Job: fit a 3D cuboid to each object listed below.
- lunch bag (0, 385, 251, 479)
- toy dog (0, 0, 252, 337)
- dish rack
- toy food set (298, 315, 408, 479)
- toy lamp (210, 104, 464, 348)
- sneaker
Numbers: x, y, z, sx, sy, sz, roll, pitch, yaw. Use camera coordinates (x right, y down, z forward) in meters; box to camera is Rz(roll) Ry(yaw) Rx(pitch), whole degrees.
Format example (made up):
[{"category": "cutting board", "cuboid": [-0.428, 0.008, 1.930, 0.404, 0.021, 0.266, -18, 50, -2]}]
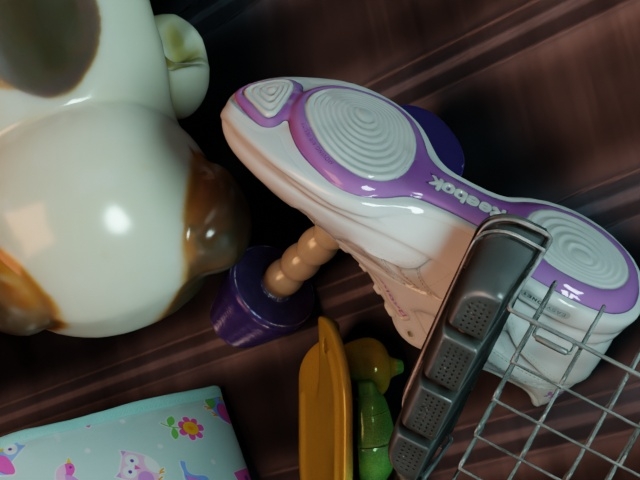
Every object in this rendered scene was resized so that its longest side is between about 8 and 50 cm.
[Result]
[{"category": "lunch bag", "cuboid": [-0.178, 0.259, 1.451, 0.160, 0.262, 0.223, -44, 64, 45]}, {"category": "toy dog", "cuboid": [-0.197, -0.127, 1.375, 0.395, 0.285, 0.408, 152, 100, -72]}, {"category": "dish rack", "cuboid": [0.179, 0.128, 1.085, 0.271, 0.074, 0.208, 28, 137, 9]}, {"category": "toy food set", "cuboid": [0.031, 0.165, 1.343, 0.128, 0.071, 0.218, -155, 64, -73]}, {"category": "toy lamp", "cuboid": [0.000, 0.000, 1.335, 0.274, 0.080, 0.080, -46, 61, 44]}, {"category": "sneaker", "cuboid": [0.055, 0.007, 1.175, 0.305, 0.114, 0.152, 33, 135, 10]}]
